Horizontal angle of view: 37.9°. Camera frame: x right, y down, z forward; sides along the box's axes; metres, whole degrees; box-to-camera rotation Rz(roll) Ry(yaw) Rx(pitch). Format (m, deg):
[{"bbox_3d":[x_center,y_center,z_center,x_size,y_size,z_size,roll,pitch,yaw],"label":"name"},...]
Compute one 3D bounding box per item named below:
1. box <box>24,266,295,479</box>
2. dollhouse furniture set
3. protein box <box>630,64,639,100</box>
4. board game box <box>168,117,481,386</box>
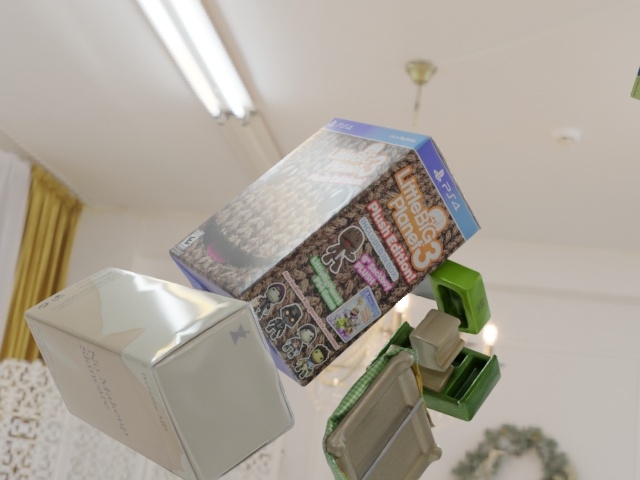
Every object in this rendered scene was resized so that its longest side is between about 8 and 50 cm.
[{"bbox_3d":[-0.178,0.130,0.982,0.121,0.148,0.311,-31,21,-31],"label":"box"},{"bbox_3d":[0.068,0.177,1.113,0.151,0.301,0.198,17,-40,37],"label":"dollhouse furniture set"},{"bbox_3d":[0.674,-0.305,1.592,0.201,0.200,0.136,27,-46,24],"label":"protein box"},{"bbox_3d":[0.000,0.000,1.137,0.141,0.291,0.232,57,-17,-26],"label":"board game box"}]
